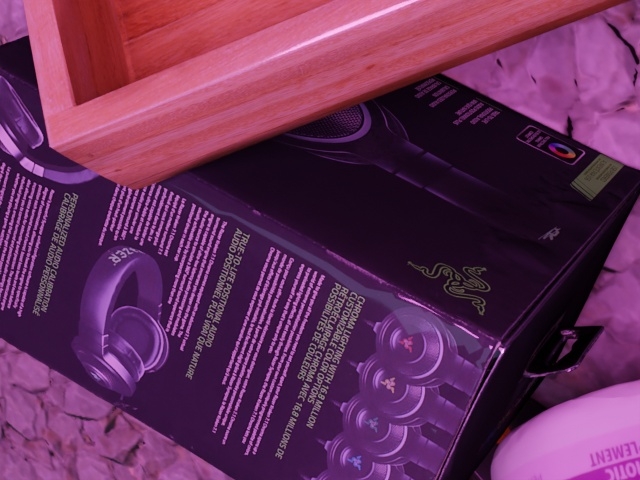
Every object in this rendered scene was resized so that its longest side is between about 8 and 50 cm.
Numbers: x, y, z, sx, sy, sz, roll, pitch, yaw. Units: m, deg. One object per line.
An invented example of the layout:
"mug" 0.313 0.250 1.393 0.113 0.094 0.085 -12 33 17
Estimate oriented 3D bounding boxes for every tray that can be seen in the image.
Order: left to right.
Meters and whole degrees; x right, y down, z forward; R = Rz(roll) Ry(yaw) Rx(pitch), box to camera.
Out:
"tray" 0.075 -0.184 0.549 0.411 0.076 0.202 -20 71 17

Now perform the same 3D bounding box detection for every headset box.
"headset box" 0.000 0.000 0.725 0.283 0.246 0.131 29 119 15

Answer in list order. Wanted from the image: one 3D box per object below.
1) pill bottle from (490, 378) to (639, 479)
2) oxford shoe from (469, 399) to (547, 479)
"pill bottle" 0.194 0.226 0.705 0.169 0.169 0.301 -34 59 40
"oxford shoe" 0.101 0.139 0.872 0.227 0.083 0.096 49 147 0
